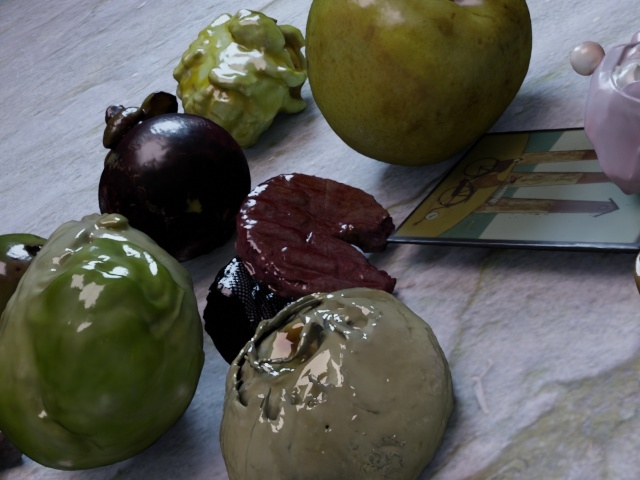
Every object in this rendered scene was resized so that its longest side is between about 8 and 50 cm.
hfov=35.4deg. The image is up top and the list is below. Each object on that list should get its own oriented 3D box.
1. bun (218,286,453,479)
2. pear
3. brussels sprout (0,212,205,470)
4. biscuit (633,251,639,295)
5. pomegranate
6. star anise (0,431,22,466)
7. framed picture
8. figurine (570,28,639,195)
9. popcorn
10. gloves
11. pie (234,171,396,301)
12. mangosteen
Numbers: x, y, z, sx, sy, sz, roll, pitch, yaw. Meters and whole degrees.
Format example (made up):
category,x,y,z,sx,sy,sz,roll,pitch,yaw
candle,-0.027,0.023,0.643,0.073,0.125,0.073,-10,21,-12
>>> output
category,x,y,z,sx,sy,sz,roll,pitch,yaw
bun,0.001,0.150,0.989,0.259,0.152,0.259,-23,30,15
pear,0.113,-0.238,1.298,0.304,0.304,0.304,-24,32,16
brussels sprout,-0.263,0.123,1.153,0.316,0.242,0.274,50,129,56
biscuit,0.435,0.036,0.827,0.287,0.057,0.344,-33,30,3
pomegranate,-0.454,0.082,1.496,0.210,0.179,0.179,-30,29,31
star anise,-0.477,0.279,1.315,0.231,0.089,0.209,-40,22,-33
framed picture,0.261,-0.064,1.139,0.324,0.013,0.244,1,37,44
figurine,0.363,-0.159,1.065,0.200,0.133,0.276,20,40,17
popcorn,-0.131,-0.265,1.662,0.255,0.195,0.256,-25,30,34
gloves,-0.057,0.070,1.205,0.129,0.106,0.180,32,34,16
pie,0.000,0.000,1.190,0.219,0.204,0.054,-64,-3,-51
mangosteen,-0.225,-0.095,1.434,0.228,0.265,0.228,-40,-11,-10
